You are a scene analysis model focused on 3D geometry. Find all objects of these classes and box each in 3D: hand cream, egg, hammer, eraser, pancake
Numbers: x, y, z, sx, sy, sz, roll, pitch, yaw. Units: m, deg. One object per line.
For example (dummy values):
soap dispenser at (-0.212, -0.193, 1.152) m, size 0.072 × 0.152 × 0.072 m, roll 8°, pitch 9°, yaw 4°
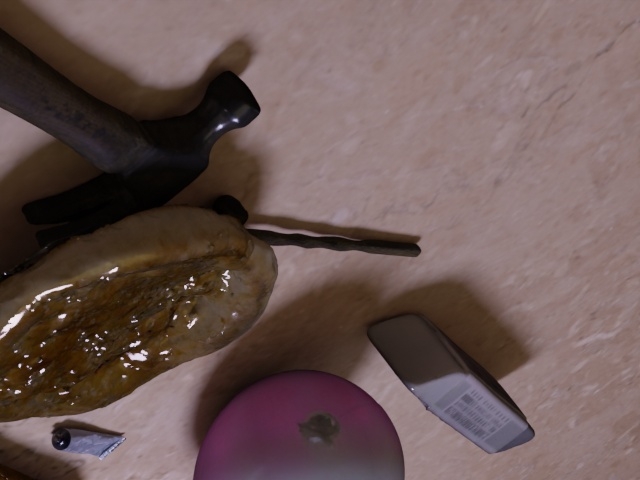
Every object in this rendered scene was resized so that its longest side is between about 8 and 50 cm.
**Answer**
hand cream at (-0.203, 0.173, 1.295) m, size 0.030 × 0.019 × 0.093 m, roll -42°, pitch 158°, yaw 9°
egg at (-0.027, 0.233, 1.384) m, size 0.196 × 0.196 × 0.271 m, roll -13°, pitch 147°, yaw -35°
hammer at (0.000, 0.000, 1.234) m, size 0.058 × 0.029 × 0.292 m, roll -47°, pitch 151°, yaw 26°
eraser at (0.142, 0.152, 1.546) m, size 0.061 × 0.089 × 0.352 m, roll -41°, pitch 151°, yaw 4°
hammer at (-0.191, -0.108, 0.844) m, size 0.168 × 0.044 × 0.440 m, roll -40°, pitch 151°, yaw 7°
pancake at (-0.156, 0.062, 1.090) m, size 0.282 × 0.049 × 0.282 m, roll -24°, pitch 159°, yaw -10°

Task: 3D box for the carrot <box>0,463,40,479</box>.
carrot at (-0.263, 0.215, 1.241) m, size 0.070 × 0.070 × 0.260 m, roll -35°, pitch 150°, yaw 1°
